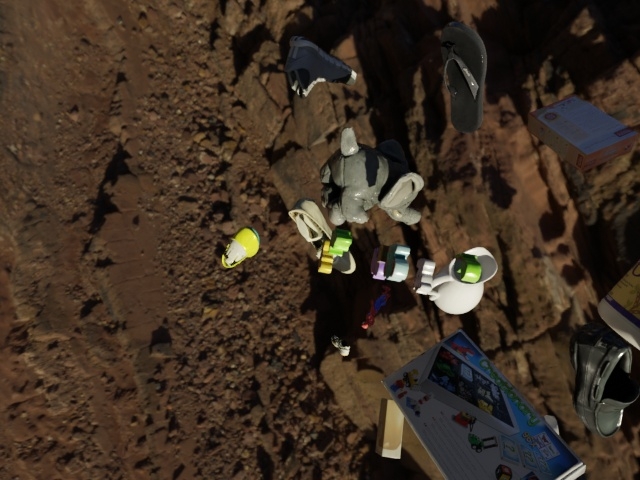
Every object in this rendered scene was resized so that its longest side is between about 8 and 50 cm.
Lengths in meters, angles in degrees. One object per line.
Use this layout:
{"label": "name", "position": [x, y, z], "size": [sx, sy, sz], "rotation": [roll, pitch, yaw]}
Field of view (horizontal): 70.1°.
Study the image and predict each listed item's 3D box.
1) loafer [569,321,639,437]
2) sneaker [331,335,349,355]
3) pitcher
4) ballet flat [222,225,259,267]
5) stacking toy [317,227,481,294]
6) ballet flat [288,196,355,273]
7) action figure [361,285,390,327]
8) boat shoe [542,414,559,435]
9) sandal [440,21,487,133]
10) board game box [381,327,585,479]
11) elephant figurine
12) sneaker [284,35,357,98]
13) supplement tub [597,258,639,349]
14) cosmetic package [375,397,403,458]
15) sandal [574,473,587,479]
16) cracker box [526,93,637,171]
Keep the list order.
{"label": "loafer", "position": [0.426, 0.222, 0.678], "size": [0.076, 0.078, 0.223], "rotation": [-29, 118, -14]}
{"label": "sneaker", "position": [0.064, 0.308, 1.375], "size": [0.032, 0.036, 0.083], "rotation": [0, 27, -34]}
{"label": "pitcher", "position": [0.327, 0.115, 1.143], "size": [0.207, 0.178, 0.125], "rotation": [88, -17, -62]}
{"label": "ballet flat", "position": [-0.229, 0.030, 1.266], "size": [0.077, 0.231, 0.077], "rotation": [46, 64, -3]}
{"label": "stacking toy", "position": [0.087, 0.032, 0.592], "size": [0.167, 0.221, 0.052], "rotation": [11, 84, -4]}
{"label": "ballet flat", "position": [0.000, 0.000, 1.233], "size": [0.248, 0.086, 0.086], "rotation": [54, 37, -4]}
{"label": "action figure", "position": [0.119, 0.148, 0.996], "size": [0.115, 0.030, 0.038], "rotation": [-53, 152, -41]}
{"label": "boat shoe", "position": [0.468, 0.496, 1.048], "size": [0.096, 0.088, 0.267], "rotation": [-73, 168, -51]}
{"label": "sandal", "position": [0.314, -0.347, 1.004], "size": [0.054, 0.097, 0.254], "rotation": [-42, 129, -26]}
{"label": "board game box", "position": [0.269, 0.322, 0.811], "size": [0.305, 0.193, 0.053], "rotation": [54, -5, 47]}
{"label": "elephant figurine", "position": [0.130, -0.118, 0.914], "size": [0.240, 0.186, 0.169], "rotation": [-6, 86, -21]}
{"label": "sneaker", "position": [-0.009, -0.427, 1.205], "size": [0.229, 0.086, 0.132], "rotation": [16, 98, -41]}
{"label": "supplement tub", "position": [0.776, 0.095, 0.921], "size": [0.241, 0.331, 0.241], "rotation": [29, 18, -11]}
{"label": "cosmetic package", "position": [0.151, 0.404, 0.987], "size": [0.041, 0.060, 0.115], "rotation": [10, 71, -5]}
{"label": "sandal", "position": [0.669, 0.643, 1.183], "size": [0.179, 0.067, 0.040], "rotation": [-71, 146, -57]}
{"label": "cracker box", "position": [0.717, -0.303, 1.268], "size": [0.067, 0.156, 0.232], "rotation": [73, -7, -47]}
